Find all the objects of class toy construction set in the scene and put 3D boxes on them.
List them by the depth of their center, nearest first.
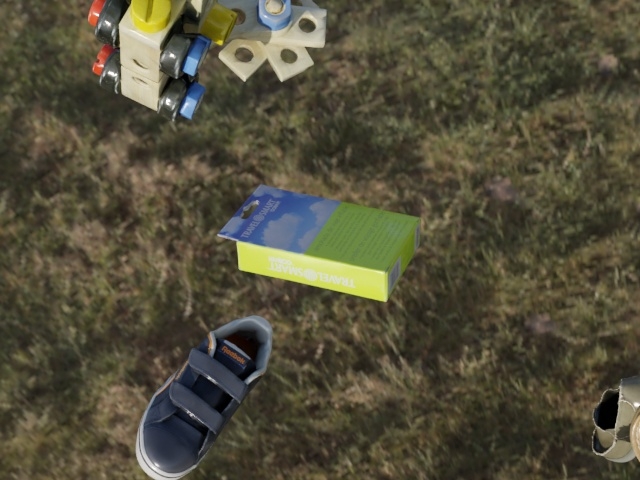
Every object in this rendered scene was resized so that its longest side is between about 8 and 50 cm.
[{"bbox_3d":[-0.089,-0.216,0.911,0.151,0.327,0.215,22,74,12],"label":"toy construction set"}]

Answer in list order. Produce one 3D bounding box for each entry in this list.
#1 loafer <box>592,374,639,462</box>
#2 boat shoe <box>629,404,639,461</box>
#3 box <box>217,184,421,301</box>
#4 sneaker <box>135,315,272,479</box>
[{"bbox_3d":[0.440,0.252,1.651,0.087,0.251,0.094,13,60,1],"label":"loafer"},{"bbox_3d":[0.342,0.138,0.882,0.089,0.285,0.104,-15,79,-37],"label":"boat shoe"},{"bbox_3d":[0.000,0.000,1.135,0.178,0.042,0.109,12,36,19],"label":"box"},{"bbox_3d":[-0.183,0.238,1.820,0.126,0.127,0.321,36,48,-5],"label":"sneaker"}]
